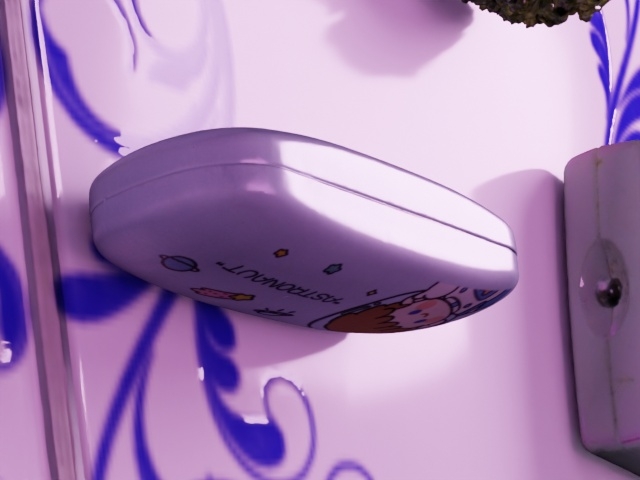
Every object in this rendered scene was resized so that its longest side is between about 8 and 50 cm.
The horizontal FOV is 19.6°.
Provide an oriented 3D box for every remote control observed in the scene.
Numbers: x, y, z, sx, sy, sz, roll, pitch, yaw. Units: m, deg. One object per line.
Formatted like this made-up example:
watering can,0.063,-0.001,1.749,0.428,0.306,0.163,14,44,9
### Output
remote control,0.222,0.073,0.918,0.344,0.050,0.145,27,55,-49

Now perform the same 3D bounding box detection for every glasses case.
glasses case,0.000,0.000,0.592,0.178,0.067,0.045,17,61,-53

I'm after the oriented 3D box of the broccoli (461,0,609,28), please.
broccoli,0.094,-0.132,0.779,0.095,0.097,0.092,-88,-170,-57
